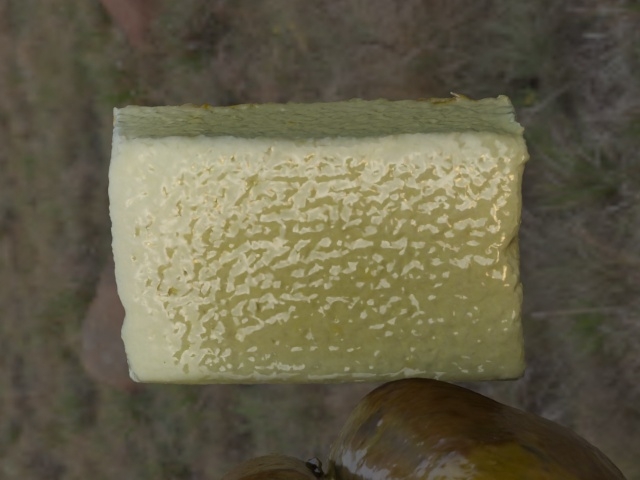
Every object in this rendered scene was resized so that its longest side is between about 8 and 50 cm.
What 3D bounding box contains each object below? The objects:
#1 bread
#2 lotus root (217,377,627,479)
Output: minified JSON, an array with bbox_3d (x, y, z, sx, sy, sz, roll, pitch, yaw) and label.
[{"bbox_3d":[-0.001,0.000,0.613,0.068,0.188,0.125,-89,-3,-70],"label":"bread"},{"bbox_3d":[0.034,0.135,0.487,0.180,0.199,0.188,90,-157,-76],"label":"lotus root"}]
